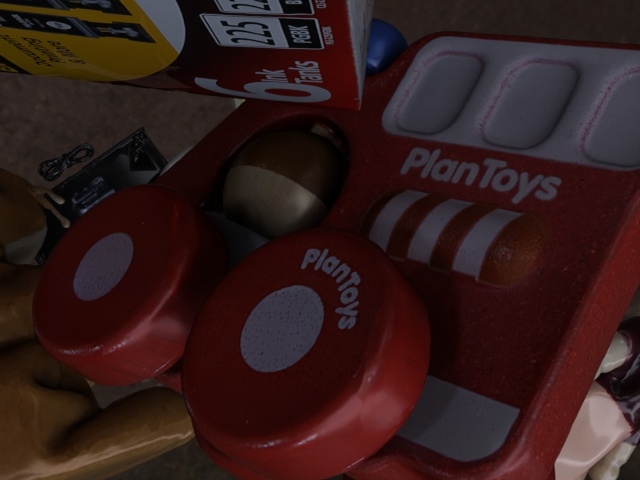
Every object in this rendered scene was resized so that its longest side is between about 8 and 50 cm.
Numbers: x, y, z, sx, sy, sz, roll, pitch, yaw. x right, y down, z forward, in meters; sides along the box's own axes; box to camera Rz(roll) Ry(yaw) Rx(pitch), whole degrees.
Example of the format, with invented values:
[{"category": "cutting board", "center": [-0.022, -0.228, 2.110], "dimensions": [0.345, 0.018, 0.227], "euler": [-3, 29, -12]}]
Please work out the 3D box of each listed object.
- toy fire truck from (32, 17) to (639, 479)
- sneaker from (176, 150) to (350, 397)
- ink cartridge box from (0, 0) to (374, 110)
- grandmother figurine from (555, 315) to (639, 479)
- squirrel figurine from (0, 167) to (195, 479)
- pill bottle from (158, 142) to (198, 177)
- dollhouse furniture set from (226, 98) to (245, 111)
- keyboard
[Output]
[{"category": "toy fire truck", "center": [0.021, 0.001, 0.502], "dimensions": [0.169, 0.302, 0.254], "euler": [46, 69, -42]}, {"category": "sneaker", "center": [0.000, 0.000, 0.705], "dimensions": [0.286, 0.109, 0.130], "euler": [-42, 164, -23]}, {"category": "ink cartridge box", "center": [-0.115, -0.148, 0.346], "dimensions": [0.309, 0.271, 0.130], "euler": [43, 54, -84]}, {"category": "grandmother figurine", "center": [0.236, 0.135, 0.849], "dimensions": [0.342, 0.104, 0.208], "euler": [-41, 151, -12]}, {"category": "squirrel figurine", "center": [-0.361, 0.084, 0.869], "dimensions": [0.397, 0.370, 0.281], "euler": [-12, 159, -32]}, {"category": "pill bottle", "center": [-0.063, -0.018, 1.116], "dimensions": [0.245, 0.136, 0.136], "euler": [16, 105, -59]}, {"category": "dollhouse furniture set", "center": [-0.114, -0.317, 1.635], "dimensions": [0.129, 0.129, 0.184], "euler": [-27, 149, -10]}, {"category": "keyboard", "center": [-0.253, -0.054, 1.101], "dimensions": [0.180, 0.108, 0.023], "euler": [-38, -172, -17]}]
